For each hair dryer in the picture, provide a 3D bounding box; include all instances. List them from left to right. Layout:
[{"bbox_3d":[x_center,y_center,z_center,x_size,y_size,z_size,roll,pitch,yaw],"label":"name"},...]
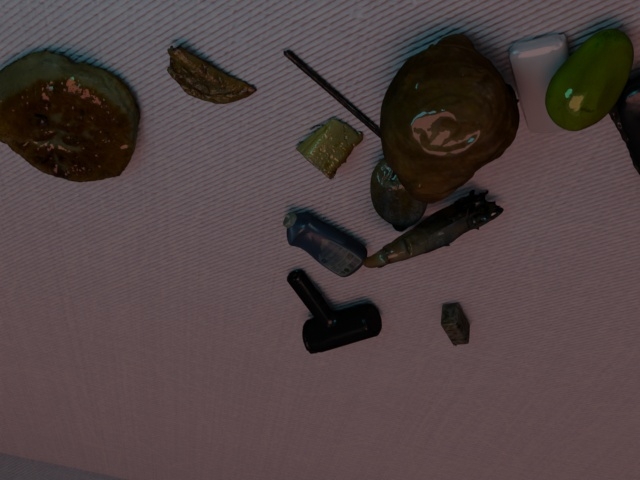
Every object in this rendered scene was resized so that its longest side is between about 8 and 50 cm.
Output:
[{"bbox_3d":[0.005,0.163,1.840,0.197,0.089,0.251,-18,127,32],"label":"hair dryer"}]

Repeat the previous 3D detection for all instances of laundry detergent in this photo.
[{"bbox_3d":[0.000,0.001,1.651,0.206,0.061,0.096,33,139,-24],"label":"laundry detergent"}]

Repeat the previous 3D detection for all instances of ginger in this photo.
[{"bbox_3d":[0.188,-0.190,1.258,0.223,0.201,0.269,32,137,-27],"label":"ginger"}]

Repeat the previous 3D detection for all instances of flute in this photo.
[{"bbox_3d":[0.035,-0.252,1.370,0.269,0.014,0.014,36,135,-28],"label":"flute"}]

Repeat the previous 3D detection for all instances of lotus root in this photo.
[{"bbox_3d":[0.152,-0.082,1.481,0.113,0.088,0.192,19,148,19],"label":"lotus root"}]

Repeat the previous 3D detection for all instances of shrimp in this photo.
[{"bbox_3d":[0.214,-0.007,1.523,0.075,0.289,0.178,59,170,-1],"label":"shrimp"}]

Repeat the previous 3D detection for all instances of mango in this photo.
[{"bbox_3d":[0.424,-0.245,1.196,0.117,0.089,0.163,28,111,-41],"label":"mango"}]

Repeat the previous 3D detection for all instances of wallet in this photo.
[{"bbox_3d":[0.372,-0.252,1.270,0.095,0.033,0.190,-5,138,22],"label":"wallet"}]

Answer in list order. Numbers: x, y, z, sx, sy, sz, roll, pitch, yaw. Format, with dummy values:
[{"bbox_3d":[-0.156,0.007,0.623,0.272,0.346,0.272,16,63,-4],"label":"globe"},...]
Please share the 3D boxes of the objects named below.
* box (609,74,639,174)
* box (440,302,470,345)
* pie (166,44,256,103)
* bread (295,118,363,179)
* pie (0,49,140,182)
[{"bbox_3d":[0.684,-0.175,1.243,0.359,0.091,0.350,-18,133,29],"label":"box"},{"bbox_3d":[0.319,0.198,1.814,0.044,0.062,0.098,-11,135,27],"label":"box"},{"bbox_3d":[-0.207,-0.287,1.371,0.169,0.034,0.092,29,137,-30],"label":"pie"},{"bbox_3d":[0.014,-0.185,1.454,0.084,0.080,0.109,33,101,-25],"label":"bread"},{"bbox_3d":[-0.491,-0.222,1.477,0.314,0.092,0.315,6,141,4],"label":"pie"}]
